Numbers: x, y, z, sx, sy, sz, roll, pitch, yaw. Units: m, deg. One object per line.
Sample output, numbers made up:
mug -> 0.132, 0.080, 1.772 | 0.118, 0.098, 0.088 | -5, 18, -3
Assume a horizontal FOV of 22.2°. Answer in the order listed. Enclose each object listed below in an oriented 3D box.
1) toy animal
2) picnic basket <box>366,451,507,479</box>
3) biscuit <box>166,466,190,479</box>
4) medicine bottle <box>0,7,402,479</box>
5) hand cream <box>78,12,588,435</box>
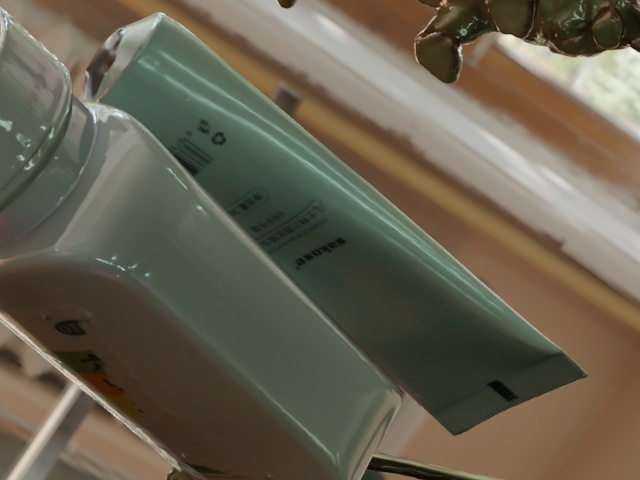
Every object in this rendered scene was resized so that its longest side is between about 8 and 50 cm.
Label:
toy animal -> 0.099, -0.192, 1.198 | 0.312, 0.097, 0.157 | 26, 34, 27
picnic basket -> 0.077, 0.302, 0.988 | 0.254, 0.321, 0.291 | 13, 1, -6
biscuit -> -0.106, 0.337, 1.402 | 0.013, 0.232, 0.237 | -2, -45, 43
medicine bottle -> -0.096, 0.021, 0.805 | 0.161, 0.111, 0.296 | 6, -34, 45
hand cream -> 0.000, 0.000, 0.897 | 0.320, 0.109, 0.067 | 42, 44, -18
